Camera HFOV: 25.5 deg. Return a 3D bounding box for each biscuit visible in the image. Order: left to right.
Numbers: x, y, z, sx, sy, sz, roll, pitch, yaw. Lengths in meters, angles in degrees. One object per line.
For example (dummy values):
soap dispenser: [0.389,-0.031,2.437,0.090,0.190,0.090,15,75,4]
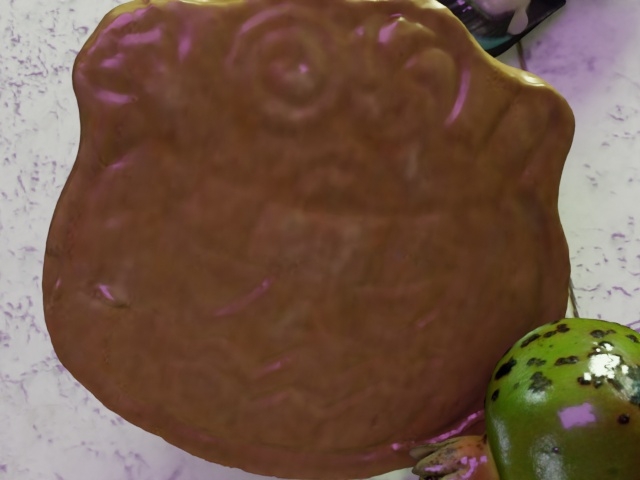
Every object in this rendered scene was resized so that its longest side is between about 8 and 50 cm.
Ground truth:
biscuit: [0.000,0.001,1.012,0.385,0.062,0.365,5,104,-12]

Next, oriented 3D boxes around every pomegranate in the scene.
pomegranate: [0.165,0.141,0.995,0.205,0.159,0.159,-21,62,8]

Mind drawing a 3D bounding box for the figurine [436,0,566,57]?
figurine: [0.173,-0.244,1.194,0.245,0.110,0.138,-29,52,2]
